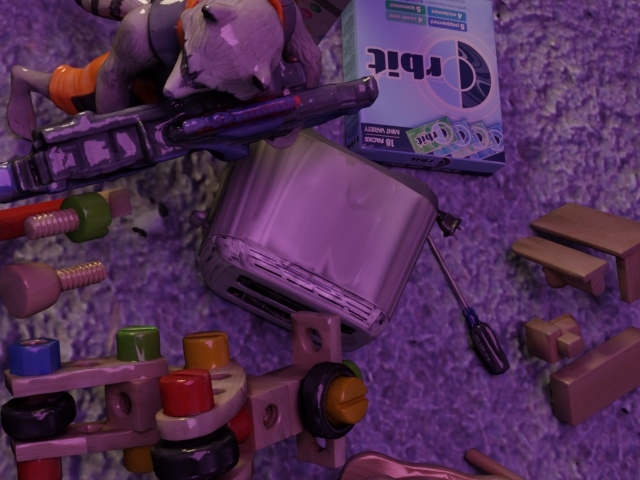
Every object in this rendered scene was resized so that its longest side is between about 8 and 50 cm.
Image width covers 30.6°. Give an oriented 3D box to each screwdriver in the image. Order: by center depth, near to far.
[{"bbox_3d":[0.134,0.054,1.128,0.024,0.025,0.170,-22,72,-25],"label":"screwdriver"}]

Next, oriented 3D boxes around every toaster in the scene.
[{"bbox_3d":[0.000,0.000,1.032,0.227,0.129,0.146,27,69,-9],"label":"toaster"}]

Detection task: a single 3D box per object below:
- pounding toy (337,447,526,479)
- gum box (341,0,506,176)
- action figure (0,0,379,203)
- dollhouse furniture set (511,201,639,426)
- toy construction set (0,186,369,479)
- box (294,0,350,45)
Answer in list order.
[{"bbox_3d":[0.115,0.272,1.015,0.270,0.155,0.154,13,97,-7],"label":"pounding toy"},{"bbox_3d":[0.102,-0.162,1.172,0.157,0.041,0.184,5,71,-19],"label":"gum box"},{"bbox_3d":[-0.149,-0.139,0.904,0.341,0.330,0.178,-19,105,-31],"label":"action figure"},{"bbox_3d":[0.248,0.068,1.157,0.144,0.123,0.151,-26,118,-26],"label":"dollhouse furniture set"},{"bbox_3d":[-0.106,0.092,0.913,0.237,0.257,0.308,-16,79,-44],"label":"toy construction set"},{"bbox_3d":[-0.046,-0.239,1.060,0.145,0.186,0.038,35,66,-7],"label":"box"}]
